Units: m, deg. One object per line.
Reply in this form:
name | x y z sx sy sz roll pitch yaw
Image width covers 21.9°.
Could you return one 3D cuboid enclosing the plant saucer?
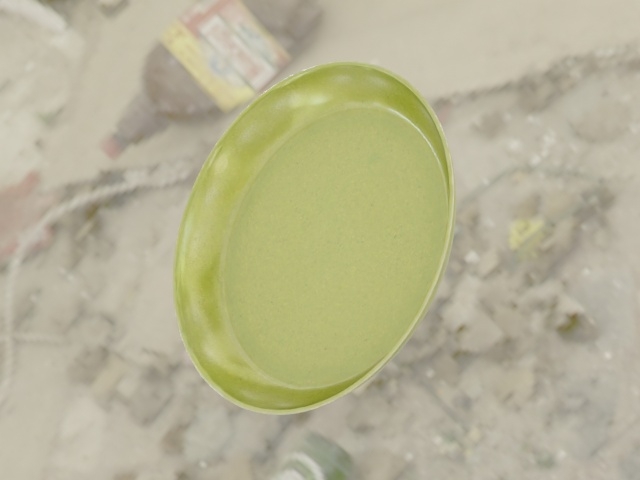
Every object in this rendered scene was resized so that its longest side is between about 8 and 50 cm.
plant saucer | 0.000 0.000 1.093 0.241 0.037 0.241 -17 64 37
